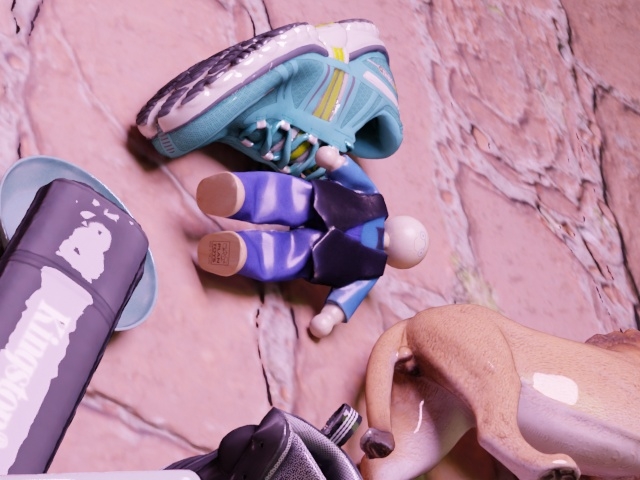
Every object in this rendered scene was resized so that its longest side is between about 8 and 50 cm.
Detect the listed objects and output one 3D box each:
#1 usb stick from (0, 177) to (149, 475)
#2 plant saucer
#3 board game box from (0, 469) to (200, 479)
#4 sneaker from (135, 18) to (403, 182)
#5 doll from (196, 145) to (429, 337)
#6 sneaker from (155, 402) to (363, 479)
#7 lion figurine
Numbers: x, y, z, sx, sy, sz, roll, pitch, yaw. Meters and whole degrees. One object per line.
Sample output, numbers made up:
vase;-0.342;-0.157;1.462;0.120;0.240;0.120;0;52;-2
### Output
usb stick;-0.157;0.070;1.020;0.077;0.045;0.278;42;38;-18
plant saucer;-0.146;0.006;1.152;0.119;0.021;0.119;35;34;-29
board game box;-0.201;0.171;0.704;0.303;0.224;0.098;5;55;-53
sneaker;-0.018;-0.089;1.358;0.275;0.107;0.110;-17;86;-56
doll;0.000;0.000;1.309;0.189;0.046;0.129;3;83;-45
sneaker;-0.056;0.170;0.976;0.101;0.153;0.268;47;31;-10
lion figurine;0.159;0.116;1.353;0.392;0.142;0.240;26;32;-32
